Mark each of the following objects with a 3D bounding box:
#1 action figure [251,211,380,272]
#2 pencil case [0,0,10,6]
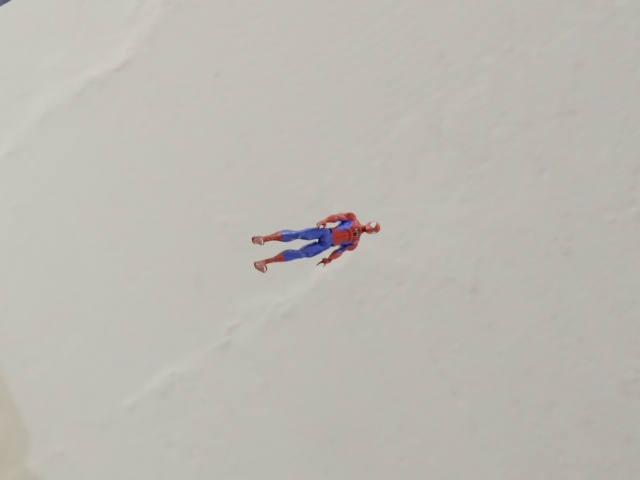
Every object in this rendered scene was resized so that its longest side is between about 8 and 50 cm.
[{"bbox_3d":[0.000,0.000,1.332,0.030,0.115,0.038,11,-68,57],"label":"action figure"},{"bbox_3d":[-0.236,-0.271,0.924,0.119,0.133,0.306,44,-31,36],"label":"pencil case"}]
